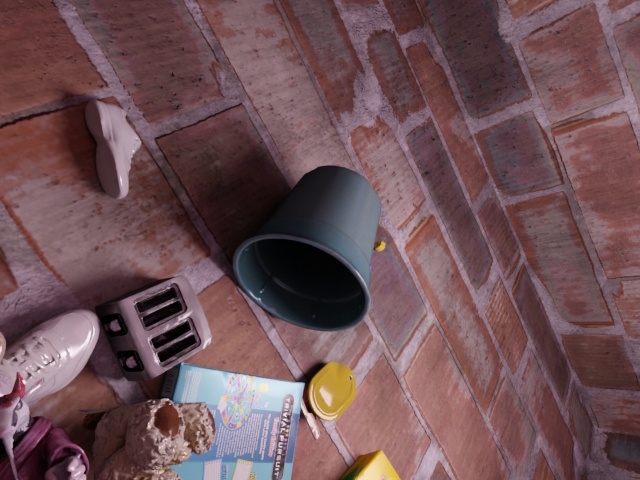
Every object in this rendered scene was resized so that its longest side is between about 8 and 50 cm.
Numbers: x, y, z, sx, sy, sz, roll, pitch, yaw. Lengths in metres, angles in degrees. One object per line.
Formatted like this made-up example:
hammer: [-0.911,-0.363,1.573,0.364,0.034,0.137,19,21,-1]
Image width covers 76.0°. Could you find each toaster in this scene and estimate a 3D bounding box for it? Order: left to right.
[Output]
toaster: [-0.328,0.173,0.836,0.185,0.110,0.168,-25,98,-44]

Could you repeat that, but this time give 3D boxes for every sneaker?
sneaker: [-0.478,0.224,0.649,0.114,0.152,0.305,51,49,-11]
sneaker: [-0.422,-0.192,0.870,0.094,0.080,0.212,-8,84,-56]

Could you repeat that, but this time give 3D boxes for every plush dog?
plush dog: [-0.298,0.390,0.668,0.262,0.210,0.225,82,1,-67]

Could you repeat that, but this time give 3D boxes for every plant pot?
plant pot: [0.000,0.000,1.066,0.341,0.341,0.334,48,43,-24]

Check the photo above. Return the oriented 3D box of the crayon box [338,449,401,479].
crayon box: [0.145,0.802,1.048,0.313,0.106,0.363,-23,74,-43]

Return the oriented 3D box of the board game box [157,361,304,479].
board game box: [-0.203,0.426,0.913,0.336,0.079,0.254,25,64,-37]

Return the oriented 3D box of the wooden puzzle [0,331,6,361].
wooden puzzle: [-0.588,0.232,0.432,0.322,0.080,0.348,7,56,-2]

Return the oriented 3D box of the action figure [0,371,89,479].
action figure: [-0.392,0.365,0.563,0.248,0.276,0.370,-7,83,-6]

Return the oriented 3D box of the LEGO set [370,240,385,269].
LEGO set: [0.153,0.030,1.342,0.087,0.093,0.227,35,57,-32]

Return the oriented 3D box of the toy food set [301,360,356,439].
toy food set: [0.005,0.425,1.124,0.218,0.071,0.128,-28,86,-46]
